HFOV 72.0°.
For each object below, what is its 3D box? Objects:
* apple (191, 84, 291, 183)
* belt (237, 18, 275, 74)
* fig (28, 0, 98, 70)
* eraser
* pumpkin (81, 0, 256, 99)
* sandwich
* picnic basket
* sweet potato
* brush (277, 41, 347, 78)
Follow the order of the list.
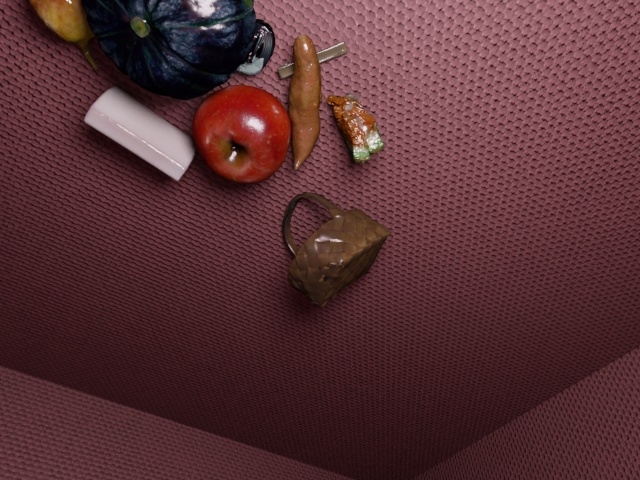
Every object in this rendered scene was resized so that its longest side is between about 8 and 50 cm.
[{"bbox_3d":[-0.210,-0.286,1.182,0.261,0.216,0.260,3,132,3],"label":"apple"},{"bbox_3d":[-0.173,-0.493,1.125,0.105,0.058,0.140,23,124,-13],"label":"belt"},{"bbox_3d":[-0.587,-0.525,1.064,0.159,0.159,0.257,3,146,-3],"label":"fig"},{"bbox_3d":[-0.475,-0.291,1.202,0.270,0.174,0.095,35,117,-24],"label":"eraser"},{"bbox_3d":[-0.323,-0.499,0.974,0.364,0.266,0.363,7,129,8],"label":"pumpkin"},{"bbox_3d":[0.101,-0.315,1.189,0.109,0.184,0.159,-22,128,6],"label":"sandwich"},{"bbox_3d":[0.000,0.000,1.402,0.338,0.337,0.292,14,132,-11],"label":"picnic basket"},{"bbox_3d":[-0.043,-0.371,1.189,0.096,0.106,0.354,14,127,12],"label":"sweet potato"},{"bbox_3d":[-0.022,-0.477,1.163,0.191,0.027,0.034,-20,129,5],"label":"brush"}]
